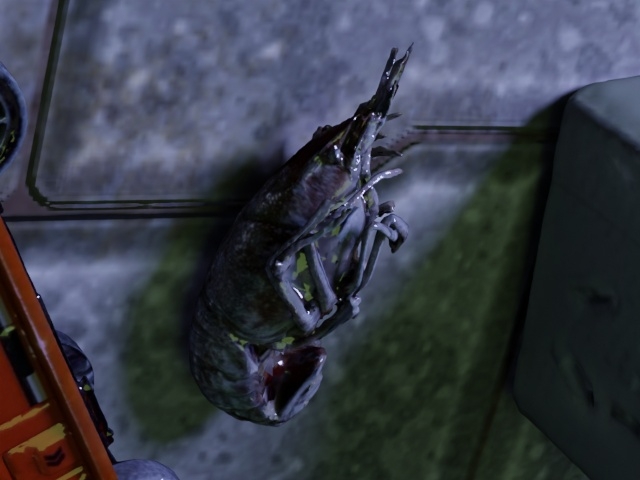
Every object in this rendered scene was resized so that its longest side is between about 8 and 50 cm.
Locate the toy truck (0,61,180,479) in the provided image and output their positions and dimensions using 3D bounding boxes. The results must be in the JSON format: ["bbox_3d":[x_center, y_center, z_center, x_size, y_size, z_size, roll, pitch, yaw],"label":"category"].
[{"bbox_3d":[-0.133,0.024,0.558,0.114,0.107,0.253,-28,129,-15],"label":"toy truck"}]

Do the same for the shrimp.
[{"bbox_3d":[0.000,0.000,0.666,0.065,0.056,0.165,24,114,-25],"label":"shrimp"}]

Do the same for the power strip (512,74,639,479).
[{"bbox_3d":[0.177,0.051,0.757,0.139,0.140,0.224,-12,124,-29],"label":"power strip"}]
